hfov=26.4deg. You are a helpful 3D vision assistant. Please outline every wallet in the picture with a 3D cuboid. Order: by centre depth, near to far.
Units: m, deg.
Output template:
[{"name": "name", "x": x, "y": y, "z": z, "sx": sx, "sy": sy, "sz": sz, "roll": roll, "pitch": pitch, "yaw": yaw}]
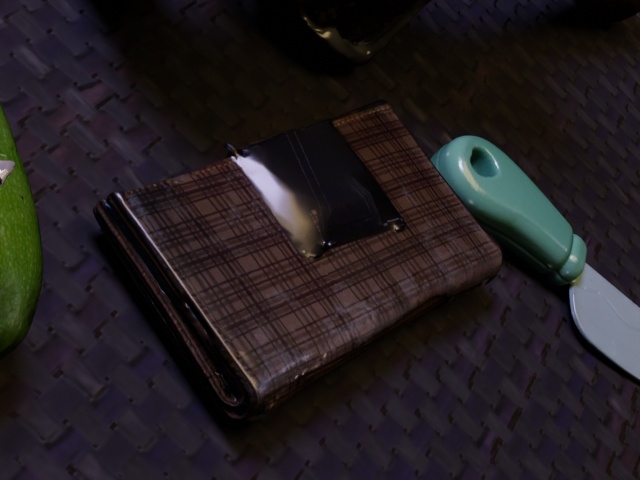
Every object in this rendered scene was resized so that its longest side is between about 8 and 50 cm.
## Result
[{"name": "wallet", "x": 0.000, "y": 0.000, "z": 0.680, "sx": 0.230, "sy": 0.042, "sz": 0.124, "roll": -26, "pitch": 78, "yaw": -49}]

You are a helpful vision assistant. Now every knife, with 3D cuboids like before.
[{"name": "knife", "x": 0.164, "y": 0.034, "z": 0.816, "sx": 0.260, "sy": 0.034, "sz": 0.063, "roll": 41, "pitch": 42, "yaw": -12}]

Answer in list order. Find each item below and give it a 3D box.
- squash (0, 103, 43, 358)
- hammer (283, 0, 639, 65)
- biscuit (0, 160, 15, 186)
[{"name": "squash", "x": -0.188, "y": -0.082, "z": 0.543, "sx": 0.082, "sy": 0.082, "sz": 0.292, "roll": -13, "pitch": 66, "yaw": -48}, {"name": "hammer", "x": 0.146, "y": -0.207, "z": 0.905, "sx": 0.095, "sy": 0.242, "sz": 0.409, "roll": 56, "pitch": 22, "yaw": 17}, {"name": "biscuit", "x": -0.224, "y": -0.037, "z": 0.415, "sx": 0.252, "sy": 0.070, "sz": 0.106, "roll": -13, "pitch": 64, "yaw": -24}]
